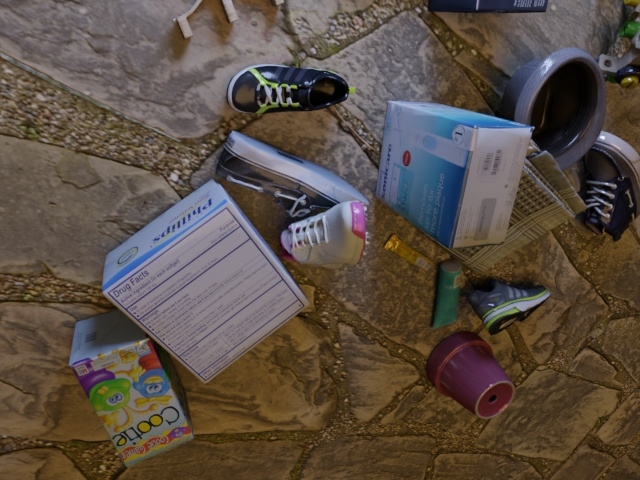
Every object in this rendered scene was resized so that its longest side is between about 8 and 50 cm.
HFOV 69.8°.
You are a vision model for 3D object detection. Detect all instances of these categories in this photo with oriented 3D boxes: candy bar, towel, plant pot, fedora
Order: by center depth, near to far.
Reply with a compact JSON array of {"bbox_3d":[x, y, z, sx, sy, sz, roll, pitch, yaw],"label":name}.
[{"bbox_3d":[0.504,-0.296,1.029,0.244,0.124,0.275,-46,128,4],"label":"fedora"},{"bbox_3d":[0.422,-0.062,1.075,0.312,0.056,0.324,33,123,-31],"label":"towel"},{"bbox_3d":[0.222,0.036,1.128,0.161,0.018,0.040,29,103,-31],"label":"candy bar"},{"bbox_3d":[0.430,0.387,1.283,0.201,0.180,0.201,-10,117,-19],"label":"plant pot"}]

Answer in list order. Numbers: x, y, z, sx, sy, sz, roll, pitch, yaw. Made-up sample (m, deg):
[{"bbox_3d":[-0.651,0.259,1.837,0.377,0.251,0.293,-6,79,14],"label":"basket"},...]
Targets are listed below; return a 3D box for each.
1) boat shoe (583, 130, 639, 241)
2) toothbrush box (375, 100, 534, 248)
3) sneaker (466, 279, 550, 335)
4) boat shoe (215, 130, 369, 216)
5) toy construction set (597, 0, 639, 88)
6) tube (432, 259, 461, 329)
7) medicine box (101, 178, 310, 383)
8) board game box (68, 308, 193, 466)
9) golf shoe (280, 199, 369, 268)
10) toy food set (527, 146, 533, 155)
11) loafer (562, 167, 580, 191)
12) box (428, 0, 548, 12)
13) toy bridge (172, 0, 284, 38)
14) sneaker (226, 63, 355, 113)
[{"bbox_3d":[0.754,-0.129,1.208,0.340,0.127,0.158,36,89,-32],"label":"boat shoe"},{"bbox_3d":[0.235,-0.142,0.890,0.126,0.295,0.216,-3,115,-19],"label":"toothbrush box"},{"bbox_3d":[0.520,0.156,1.256,0.300,0.121,0.111,-8,141,-40],"label":"sneaker"},{"bbox_3d":[-0.052,-0.102,0.898,0.306,0.113,0.105,19,111,-26],"label":"boat shoe"},{"bbox_3d":[0.773,-0.481,1.030,0.308,0.258,0.237,-11,162,0],"label":"toy construction set"},{"bbox_3d":[0.337,0.151,1.216,0.080,0.052,0.207,-11,122,-12],"label":"tube"},{"bbox_3d":[-0.214,0.080,0.891,0.263,0.149,0.289,-36,121,-3],"label":"medicine box"},{"bbox_3d":[-0.370,0.286,0.924,0.142,0.144,0.275,-18,119,-15],"label":"board game box"},{"bbox_3d":[0.000,0.000,0.876,0.140,0.306,0.115,0,77,-13],"label":"golf shoe"},{"bbox_3d":[0.340,-0.096,0.950,0.128,0.071,0.218,10,133,-9],"label":"toy food set"},{"bbox_3d":[0.642,-0.170,1.203,0.125,0.039,0.045,38,62,-34],"label":"loafer"},{"bbox_3d":[0.311,-0.473,0.850,0.158,0.156,0.093,-8,117,-19],"label":"box"},{"bbox_3d":[-0.158,-0.398,0.765,0.188,0.026,0.063,-25,118,-10],"label":"toy bridge"},{"bbox_3d":[-0.050,-0.274,0.825,0.234,0.097,0.084,-12,117,-17],"label":"sneaker"}]
